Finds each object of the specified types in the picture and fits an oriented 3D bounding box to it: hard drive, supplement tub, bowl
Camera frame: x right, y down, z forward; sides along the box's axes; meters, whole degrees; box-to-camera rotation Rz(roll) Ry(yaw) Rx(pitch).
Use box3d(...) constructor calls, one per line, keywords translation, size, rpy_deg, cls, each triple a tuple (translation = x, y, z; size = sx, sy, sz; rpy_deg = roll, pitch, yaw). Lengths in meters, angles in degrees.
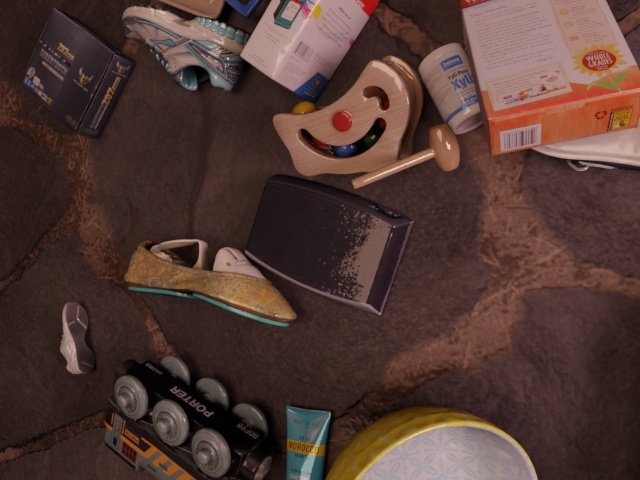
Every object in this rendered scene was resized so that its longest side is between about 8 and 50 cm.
box3d(translation=(0.000, 0.000, 0.830), size=(0.255, 0.054, 0.171), rpy_deg=(22, 98, 26), cls="hard drive")
box3d(translation=(0.189, -0.208, 0.732), size=(0.071, 0.071, 0.107), rpy_deg=(-30, 76, 23), cls="supplement tub")
box3d(translation=(0.114, 0.327, 0.685), size=(0.156, 0.290, 0.289), rpy_deg=(-143, 70, -68), cls="bowl")

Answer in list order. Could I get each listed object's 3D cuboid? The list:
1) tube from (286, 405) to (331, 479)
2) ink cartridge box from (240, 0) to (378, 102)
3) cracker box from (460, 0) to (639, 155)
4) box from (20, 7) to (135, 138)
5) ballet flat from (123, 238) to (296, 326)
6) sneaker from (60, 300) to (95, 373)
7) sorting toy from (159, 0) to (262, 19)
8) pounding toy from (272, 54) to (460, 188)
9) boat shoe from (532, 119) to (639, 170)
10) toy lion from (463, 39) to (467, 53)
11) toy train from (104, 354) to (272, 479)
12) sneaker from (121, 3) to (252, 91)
box3d(translation=(-0.025, 0.372, 0.837), size=(0.080, 0.052, 0.206), rpy_deg=(1, 83, 20), cls="tube")
box3d(translation=(-0.002, -0.340, 0.799), size=(0.078, 0.134, 0.231), rpy_deg=(41, 105, 23), cls="ink cartridge box")
box3d(translation=(0.260, -0.220, 0.627), size=(0.156, 0.067, 0.232), rpy_deg=(-9, 56, 15), cls="cracker box")
box3d(translation=(-0.511, -0.349, 1.102), size=(0.233, 0.059, 0.183), rpy_deg=(39, 104, 22), cls="box")
box3d(translation=(-0.191, 0.058, 0.898), size=(0.349, 0.123, 0.123), rpy_deg=(8, 92, 28), cls="ballet flat")
box3d(translation=(-0.511, 0.202, 1.086), size=(0.061, 0.054, 0.152), rpy_deg=(-16, 82, 29), cls="sneaker")
box3d(translation=(-0.214, -0.506, 0.964), size=(0.348, 0.047, 0.195), rpy_deg=(29, 94, 22), cls="sorting toy")
box3d(translation=(0.051, -0.165, 0.732), size=(0.270, 0.155, 0.154), rpy_deg=(1, 113, 27), cls="pounding toy")
box3d(translation=(0.341, -0.134, 0.647), size=(0.255, 0.079, 0.095), rpy_deg=(14, 92, 24), cls="boat shoe")
box3d(translation=(0.251, -0.271, 0.728), size=(0.100, 0.034, 0.095), rpy_deg=(-14, 74, 26), cls="toy lion")
box3d(translation=(-0.230, 0.334, 0.899), size=(0.334, 0.142, 0.190), rpy_deg=(24, 111, 24), cls="toy train")
box3d(translation=(-0.258, -0.341, 0.947), size=(0.283, 0.110, 0.122), rpy_deg=(20, 101, 26), cls="sneaker")
